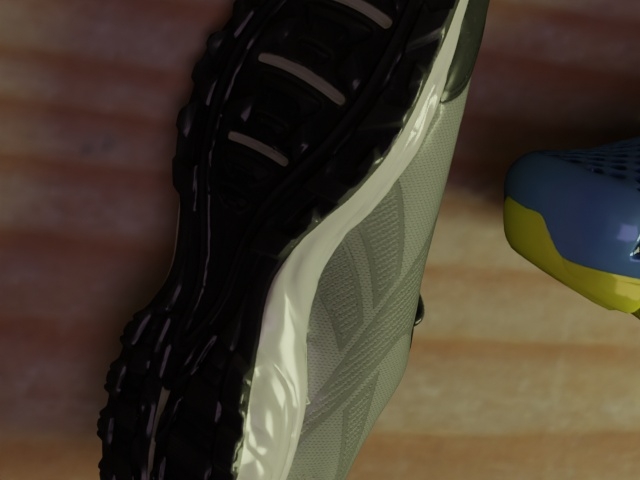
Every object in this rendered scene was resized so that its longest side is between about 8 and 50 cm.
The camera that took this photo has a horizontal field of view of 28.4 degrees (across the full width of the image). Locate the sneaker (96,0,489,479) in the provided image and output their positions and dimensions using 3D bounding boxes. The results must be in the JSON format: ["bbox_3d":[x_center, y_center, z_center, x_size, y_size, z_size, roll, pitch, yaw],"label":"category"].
[{"bbox_3d":[0.000,0.000,0.499,0.108,0.100,0.271,4,114,-47],"label":"sneaker"}]

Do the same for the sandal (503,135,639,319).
[{"bbox_3d":[0.218,-0.045,0.531,0.317,0.126,0.138,-10,115,-23],"label":"sandal"}]
